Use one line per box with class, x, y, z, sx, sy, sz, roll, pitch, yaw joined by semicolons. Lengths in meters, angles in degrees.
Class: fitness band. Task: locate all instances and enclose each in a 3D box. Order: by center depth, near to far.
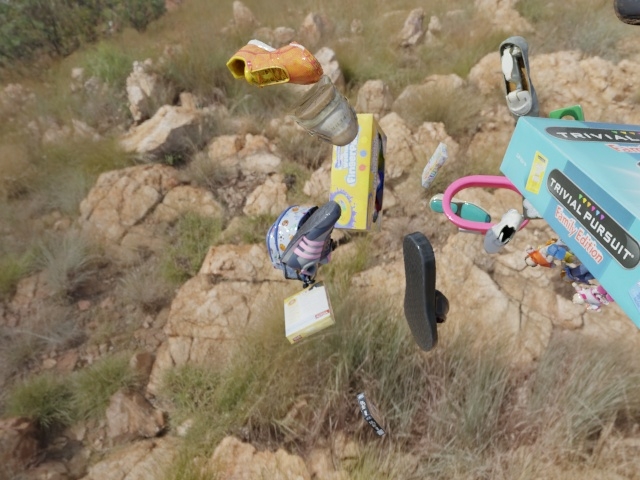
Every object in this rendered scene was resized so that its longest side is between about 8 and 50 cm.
fitness band;0.560;-0.122;1.553;0.291;0.054;0.208;7;70;23

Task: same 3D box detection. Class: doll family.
doll family;0.690;0.073;1.264;0.263;0.163;0.118;41;77;6

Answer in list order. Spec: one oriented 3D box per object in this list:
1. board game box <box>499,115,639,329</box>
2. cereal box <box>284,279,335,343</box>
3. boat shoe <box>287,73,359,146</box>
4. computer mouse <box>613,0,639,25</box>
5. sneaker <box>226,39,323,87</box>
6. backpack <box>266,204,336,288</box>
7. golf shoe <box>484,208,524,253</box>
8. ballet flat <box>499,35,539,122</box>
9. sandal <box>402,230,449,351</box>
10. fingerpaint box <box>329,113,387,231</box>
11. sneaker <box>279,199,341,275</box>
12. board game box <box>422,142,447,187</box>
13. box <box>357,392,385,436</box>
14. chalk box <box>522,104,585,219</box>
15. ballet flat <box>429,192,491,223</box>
board game box;0.374;-0.019;0.456;0.254;0.079;0.335;2;36;-8
cereal box;-0.045;0.254;1.666;0.173;0.047;0.240;-27;25;7
boat shoe;0.008;-0.269;0.987;0.122;0.110;0.341;-41;20;14
computer mouse;0.534;-0.393;0.624;0.060;0.183;0.262;-16;28;-29
sneaker;-0.064;-0.237;0.647;0.175;0.064;0.067;23;67;43
backpack;-0.078;-0.004;1.774;0.213;0.263;0.276;9;36;19
golf shoe;0.519;-0.011;1.334;0.069;0.176;0.086;29;48;12
ballet flat;0.450;-0.358;1.064;0.068;0.213;0.072;-26;17;-37
sandal;0.327;0.167;1.376;0.107;0.445;0.167;-17;38;-11
fingerpaint box;0.167;-0.259;1.919;0.164;0.371;0.443;4;89;17
sneaker;0.000;0.000;1.366;0.131;0.319;0.112;35;51;-9
board game box;0.449;-0.296;1.820;0.026;0.154;0.103;22;40;-6
box;0.119;0.406;1.077;0.018;0.083;0.067;-31;27;7
chalk box;0.657;-0.201;1.209;0.179;0.288;0.180;-3;2;-26
ballet flat;0.559;-0.129;1.824;0.249;0.086;0.086;22;53;23
